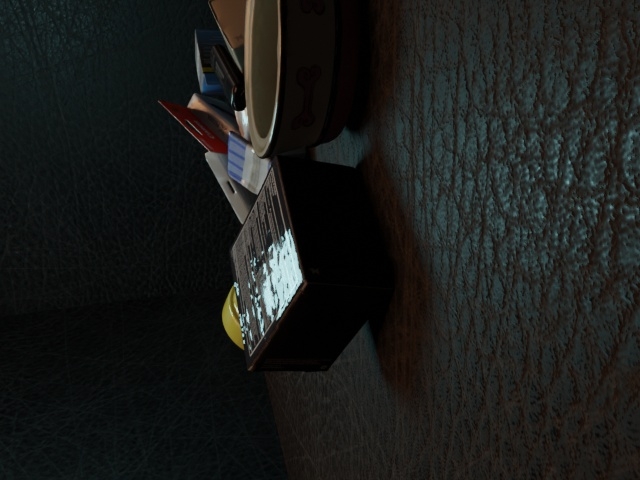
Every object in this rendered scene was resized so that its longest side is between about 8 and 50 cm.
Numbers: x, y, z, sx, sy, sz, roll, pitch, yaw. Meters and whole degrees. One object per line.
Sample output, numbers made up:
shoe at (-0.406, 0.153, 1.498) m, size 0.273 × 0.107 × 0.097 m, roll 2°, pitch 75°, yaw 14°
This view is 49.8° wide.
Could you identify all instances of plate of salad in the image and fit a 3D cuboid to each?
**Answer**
plate of salad at (-0.196, -0.345, 1.819) m, size 0.200 × 0.048 × 0.200 m, roll 167°, pitch 90°, yaw -78°

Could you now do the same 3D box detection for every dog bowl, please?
dog bowl at (-0.043, -0.358, 1.291) m, size 0.408 × 0.150 × 0.408 m, roll 178°, pitch 90°, yaw -75°

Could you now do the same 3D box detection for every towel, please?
towel at (-0.133, -0.152, 1.814) m, size 0.285 × 0.034 × 0.209 m, roll 37°, pitch 157°, yaw 7°

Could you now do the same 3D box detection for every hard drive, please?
hard drive at (-0.221, -0.206, 2.099) m, size 0.233 × 0.047 × 0.353 m, roll 62°, pitch -161°, yaw -13°

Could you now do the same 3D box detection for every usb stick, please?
usb stick at (-0.233, -0.415, 1.743) m, size 0.278 × 0.045 × 0.077 m, roll -119°, pitch 29°, yaw -48°

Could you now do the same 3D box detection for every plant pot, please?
plant pot at (-0.127, 0.159, 1.931) m, size 0.239 × 0.253 × 0.254 m, roll 116°, pitch 149°, yaw -43°

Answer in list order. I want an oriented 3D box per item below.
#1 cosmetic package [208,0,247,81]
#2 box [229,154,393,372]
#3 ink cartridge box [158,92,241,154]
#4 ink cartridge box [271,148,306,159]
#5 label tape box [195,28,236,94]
cosmetic package at (-0.162, -0.485, 1.723) m, size 0.296 × 0.129 × 0.153 m, roll 67°, pitch 177°, yaw -76°
box at (-0.032, 0.051, 1.306) m, size 0.294 × 0.182 × 0.296 m, roll 121°, pitch 144°, yaw -44°
ink cartridge box at (-0.294, -0.330, 1.965) m, size 0.275 × 0.239 × 0.060 m, roll 43°, pitch 110°, yaw 28°
ink cartridge box at (-0.114, -0.221, 1.876) m, size 0.175 × 0.127 × 0.072 m, roll 110°, pitch 151°, yaw -67°
label tape box at (-0.244, -0.506, 2.063) m, size 0.334 × 0.240 × 0.106 m, roll -107°, pitch 21°, yaw -44°
